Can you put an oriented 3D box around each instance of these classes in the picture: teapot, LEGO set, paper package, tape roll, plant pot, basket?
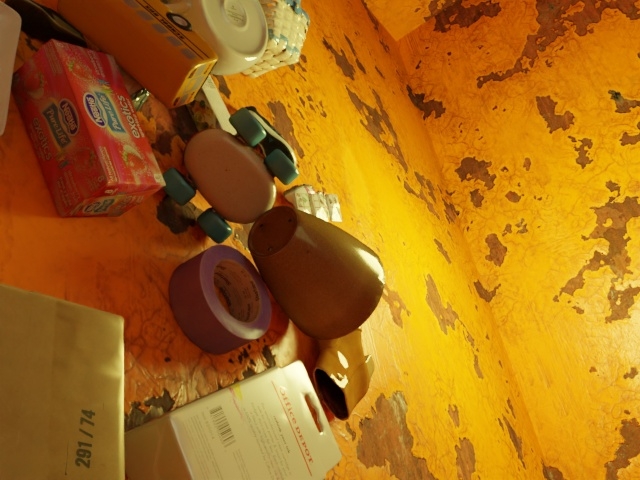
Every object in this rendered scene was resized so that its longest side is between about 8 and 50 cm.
[{"bbox_3d":[-0.259,-0.478,1.360,0.256,0.187,0.252,49,44,-33],"label":"teapot"},{"bbox_3d":[0.000,0.000,1.565,0.183,0.060,0.244,-4,79,-53],"label":"LEGO set"},{"bbox_3d":[-0.353,0.215,0.581,0.309,0.168,0.324,30,39,-50],"label":"paper package"},{"bbox_3d":[-0.180,0.107,1.107,0.189,0.080,0.188,42,33,-35],"label":"tape roll"},{"bbox_3d":[-0.028,0.043,1.234,0.254,0.237,0.237,46,29,-44],"label":"plant pot"},{"bbox_3d":[-0.163,-0.614,1.670,0.201,0.255,0.288,18,68,-54],"label":"basket"}]

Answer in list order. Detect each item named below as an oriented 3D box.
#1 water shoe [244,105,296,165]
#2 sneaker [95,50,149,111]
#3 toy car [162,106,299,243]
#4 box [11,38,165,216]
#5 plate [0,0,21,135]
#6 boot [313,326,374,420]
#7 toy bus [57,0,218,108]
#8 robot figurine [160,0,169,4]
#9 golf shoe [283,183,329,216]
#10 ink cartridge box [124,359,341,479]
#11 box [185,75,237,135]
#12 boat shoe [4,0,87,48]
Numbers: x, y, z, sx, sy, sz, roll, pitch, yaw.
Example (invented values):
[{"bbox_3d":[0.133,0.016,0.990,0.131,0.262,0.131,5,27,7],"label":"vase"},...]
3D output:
[{"bbox_3d":[-0.130,-0.272,1.583,0.203,0.073,0.080,49,26,-26],"label":"water shoe"},{"bbox_3d":[-0.383,-0.329,1.166,0.129,0.111,0.297,34,29,-25],"label":"sneaker"},{"bbox_3d":[-0.199,-0.151,1.254,0.210,0.219,0.238,49,0,-26],"label":"toy car"},{"bbox_3d":[-0.375,-0.174,0.973,0.128,0.123,0.256,-6,70,-62],"label":"box"},{"bbox_3d":[-0.567,-0.298,0.833,0.277,0.045,0.277,30,41,-47],"label":"plate"},{"bbox_3d":[0.028,0.230,1.342,0.295,0.104,0.211,64,25,-5],"label":"boot"},{"bbox_3d":[-0.345,-0.390,1.083,0.333,0.108,0.130,41,32,0],"label":"toy bus"},{"bbox_3d":[-0.355,-0.653,1.396,0.353,0.200,0.299,-26,119,-65],"label":"robot figurine"},{"bbox_3d":[-0.028,-0.098,1.604,0.186,0.068,0.085,15,53,-57],"label":"golf shoe"},{"bbox_3d":[-0.122,0.331,0.946,0.353,0.119,0.207,-5,69,-62],"label":"ink cartridge box"},{"bbox_3d":[-0.226,-0.233,1.378,0.323,0.063,0.067,63,27,3],"label":"box"},{"bbox_3d":[-0.486,-0.384,1.067,0.152,0.056,0.049,34,26,-50],"label":"boat shoe"}]
